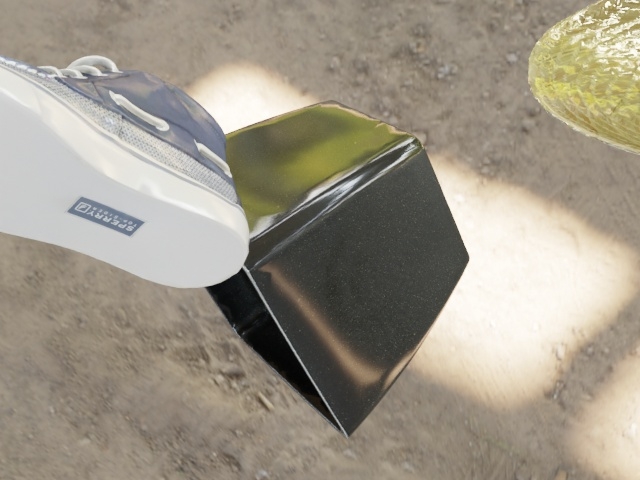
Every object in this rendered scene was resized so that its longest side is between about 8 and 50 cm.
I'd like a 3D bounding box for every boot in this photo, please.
[{"bbox_3d":[-0.111,-0.048,0.419,0.069,0.190,0.086,-34,49,24],"label":"boot"}]

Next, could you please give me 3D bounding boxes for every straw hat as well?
[{"bbox_3d":[0.140,-0.033,0.308,0.144,0.061,0.144,-9,34,6],"label":"straw hat"}]

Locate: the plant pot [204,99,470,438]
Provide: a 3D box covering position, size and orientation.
[{"bbox_3d":[0.000,0.000,0.747,0.167,0.187,0.188,-38,36,-15],"label":"plant pot"}]
